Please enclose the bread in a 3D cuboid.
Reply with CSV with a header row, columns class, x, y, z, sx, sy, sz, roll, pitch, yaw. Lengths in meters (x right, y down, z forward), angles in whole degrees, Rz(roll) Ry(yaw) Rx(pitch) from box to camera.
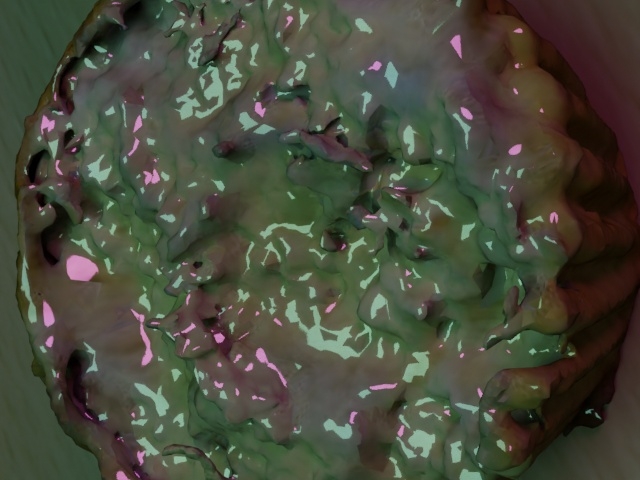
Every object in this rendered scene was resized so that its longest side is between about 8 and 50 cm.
class,x,y,z,sx,sy,sz,roll,pitch,yaw
bread,0.000,0.000,0.607,0.274,0.149,0.274,2,94,32
